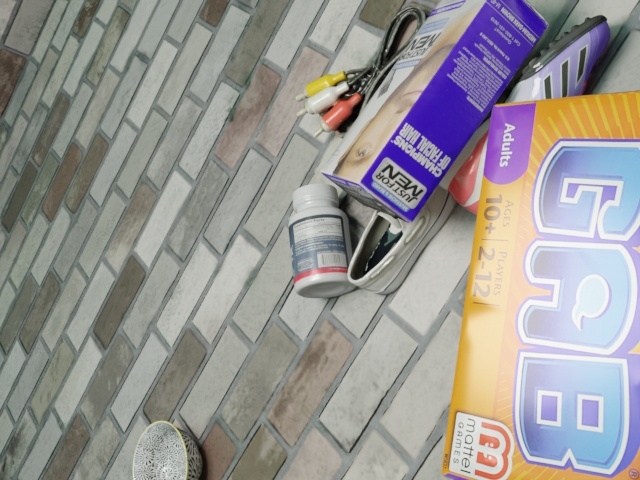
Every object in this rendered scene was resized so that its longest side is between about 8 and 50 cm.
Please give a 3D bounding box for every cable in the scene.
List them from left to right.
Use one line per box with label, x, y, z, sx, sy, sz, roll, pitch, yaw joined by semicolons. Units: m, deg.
cable;0.080;-0.288;1.209;0.287;0.072;0.140;-39;61;27

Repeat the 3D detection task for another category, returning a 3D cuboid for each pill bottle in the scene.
pill bottle;0.000;0.000;1.179;0.108;0.108;0.180;-22;64;36

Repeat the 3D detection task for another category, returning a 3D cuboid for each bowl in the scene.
bowl;-0.283;0.439;1.330;0.170;0.080;0.170;-13;70;39

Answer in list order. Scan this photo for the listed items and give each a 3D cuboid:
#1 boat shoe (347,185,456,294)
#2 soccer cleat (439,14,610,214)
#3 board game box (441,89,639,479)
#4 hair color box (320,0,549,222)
boat shoe;0.128;-0.038;1.088;0.096;0.088;0.268;44;108;40
soccer cleat;0.307;-0.170;0.974;0.116;0.108;0.318;45;106;13
board game box;0.379;0.083;0.653;0.356;0.356;0.357;4;81;42
hair color box;0.156;-0.202;1.004;0.339;0.110;0.185;-57;20;-1
